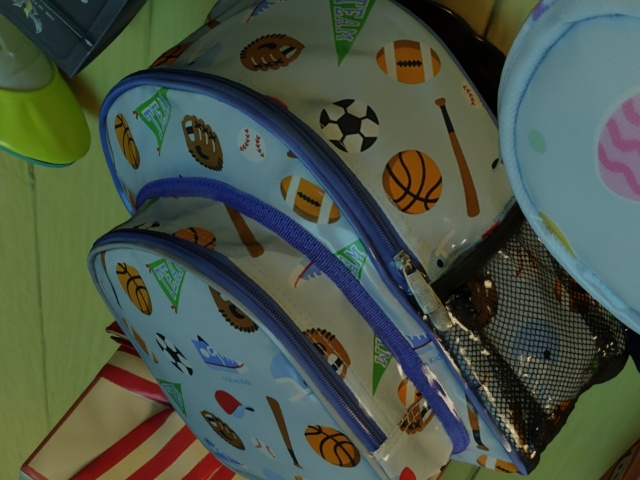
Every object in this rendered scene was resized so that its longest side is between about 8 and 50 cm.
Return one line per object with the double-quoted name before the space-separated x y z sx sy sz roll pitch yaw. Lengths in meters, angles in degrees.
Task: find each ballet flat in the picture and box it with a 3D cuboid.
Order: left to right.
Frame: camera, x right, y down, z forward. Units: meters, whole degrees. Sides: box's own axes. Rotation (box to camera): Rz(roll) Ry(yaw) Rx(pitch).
"ballet flat" -0.241 -0.138 0.926 0.231 0.077 0.077 37 132 5

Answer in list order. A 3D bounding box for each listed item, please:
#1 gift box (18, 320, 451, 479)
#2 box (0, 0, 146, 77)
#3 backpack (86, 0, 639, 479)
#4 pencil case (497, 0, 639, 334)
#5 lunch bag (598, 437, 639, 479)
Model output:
"gift box" -0.054 0.189 0.973 0.255 0.276 0.258 28 146 6
"box" -0.177 -0.216 0.768 0.231 0.056 0.183 43 149 -7
"backpack" 0.000 0.000 0.744 0.276 0.213 0.263 -5 118 52
"pencil case" 0.166 -0.082 0.395 0.113 0.273 0.124 5 129 51
"lunch bag" 0.284 0.223 0.809 0.293 0.120 0.258 34 148 8
